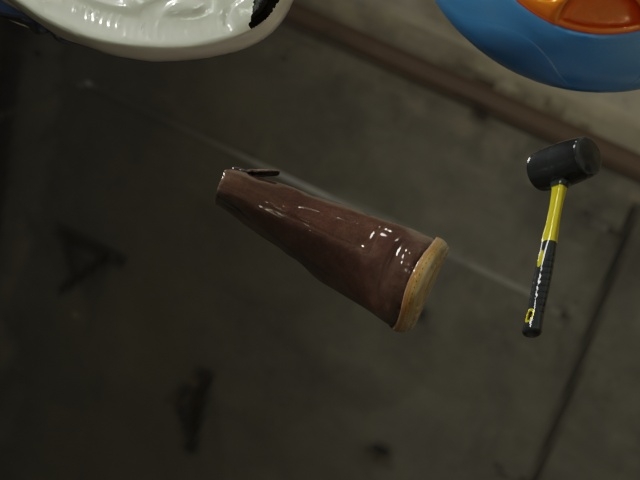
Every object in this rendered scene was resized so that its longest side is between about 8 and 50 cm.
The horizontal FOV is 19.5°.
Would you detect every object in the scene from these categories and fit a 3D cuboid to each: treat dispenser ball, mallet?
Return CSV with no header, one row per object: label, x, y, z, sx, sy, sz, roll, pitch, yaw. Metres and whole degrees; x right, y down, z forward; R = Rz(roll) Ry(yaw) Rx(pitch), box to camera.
treat dispenser ball,0.205,-0.251,1.351,0.288,0.288,0.288,-52,-22,-31
mallet,0.202,-0.006,1.575,0.039,0.062,0.189,33,-131,-31

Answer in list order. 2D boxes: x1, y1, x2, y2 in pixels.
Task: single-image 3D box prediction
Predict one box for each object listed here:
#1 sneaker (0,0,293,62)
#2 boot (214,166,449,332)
sneaker,-0.125,-0.179,1.139,0.236,0.323,0.130,1,-78,-68
boot,0.000,0.000,1.655,0.248,0.207,0.090,179,116,-85
